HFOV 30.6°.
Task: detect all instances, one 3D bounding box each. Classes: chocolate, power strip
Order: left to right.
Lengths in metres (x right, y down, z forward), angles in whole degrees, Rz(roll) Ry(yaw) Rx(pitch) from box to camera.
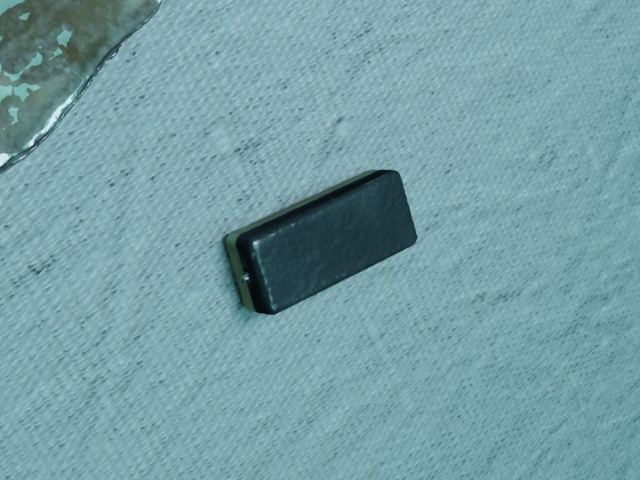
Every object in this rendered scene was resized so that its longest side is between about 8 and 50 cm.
[{"bbox_3d":[-0.317,-0.204,1.183,0.185,0.100,0.303,45,66,-19],"label":"chocolate"},{"bbox_3d":[0.000,0.000,1.449,0.257,0.070,0.105,-26,107,-33],"label":"power strip"}]
